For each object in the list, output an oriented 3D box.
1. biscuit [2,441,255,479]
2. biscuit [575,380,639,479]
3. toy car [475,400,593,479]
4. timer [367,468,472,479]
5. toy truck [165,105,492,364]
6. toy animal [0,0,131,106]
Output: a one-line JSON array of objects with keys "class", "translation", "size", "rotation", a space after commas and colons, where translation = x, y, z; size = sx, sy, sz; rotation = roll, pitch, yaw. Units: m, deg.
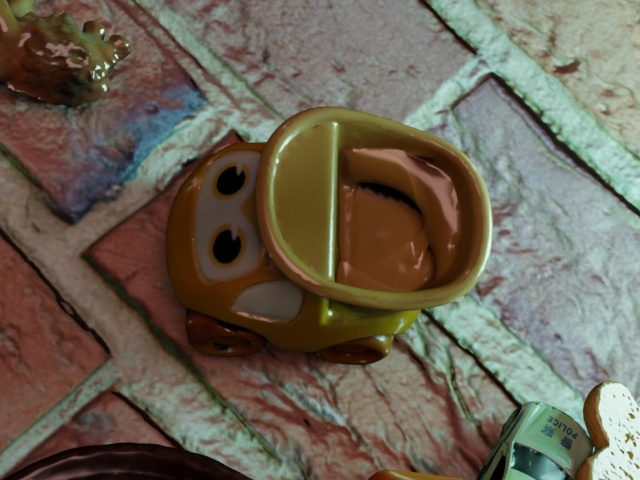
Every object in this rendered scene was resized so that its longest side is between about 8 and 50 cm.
[{"class": "biscuit", "translation": [-0.180, 0.360, 1.512], "size": [0.407, 0.091, 0.407], "rotation": [-3, 60, 5]}, {"class": "biscuit", "translation": [0.361, 0.251, 1.764], "size": [0.250, 0.036, 0.165], "rotation": [25, 57, -17]}, {"class": "toy car", "translation": [0.194, 0.255, 1.718], "size": [0.090, 0.076, 0.224], "rotation": [32, 66, 2]}, {"class": "timer", "translation": [0.139, 0.349, 1.580], "size": [0.250, 0.161, 0.257], "rotation": [11, 87, -12]}, {"class": "toy truck", "translation": [0.000, 0.000, 1.697], "size": [0.288, 0.211, 0.204], "rotation": [8, 67, -14]}, {"class": "toy animal", "translation": [-0.347, -0.194, 1.754], "size": [0.312, 0.097, 0.157], "rotation": [-12, 79, -16]}]
